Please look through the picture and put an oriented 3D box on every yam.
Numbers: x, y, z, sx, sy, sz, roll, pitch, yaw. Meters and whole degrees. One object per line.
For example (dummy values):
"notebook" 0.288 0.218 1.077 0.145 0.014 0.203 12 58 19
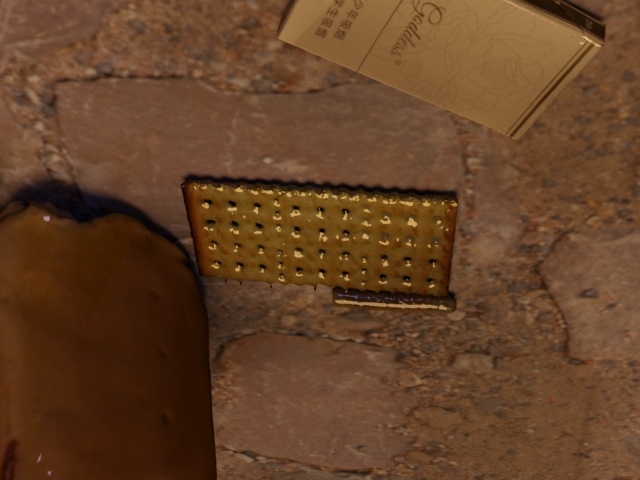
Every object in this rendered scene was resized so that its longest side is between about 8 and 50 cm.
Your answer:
"yam" 0.068 0.056 0.975 0.116 0.021 0.021 4 141 3

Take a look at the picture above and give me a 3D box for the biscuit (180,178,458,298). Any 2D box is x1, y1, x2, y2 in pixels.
"biscuit" 0.000 0.000 0.919 0.232 0.016 0.139 3 141 5

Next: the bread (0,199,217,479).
"bread" -0.242 0.209 0.949 0.250 0.394 0.361 19 139 -39

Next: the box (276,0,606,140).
"box" 0.080 -0.144 0.719 0.198 0.029 0.109 21 140 -14
